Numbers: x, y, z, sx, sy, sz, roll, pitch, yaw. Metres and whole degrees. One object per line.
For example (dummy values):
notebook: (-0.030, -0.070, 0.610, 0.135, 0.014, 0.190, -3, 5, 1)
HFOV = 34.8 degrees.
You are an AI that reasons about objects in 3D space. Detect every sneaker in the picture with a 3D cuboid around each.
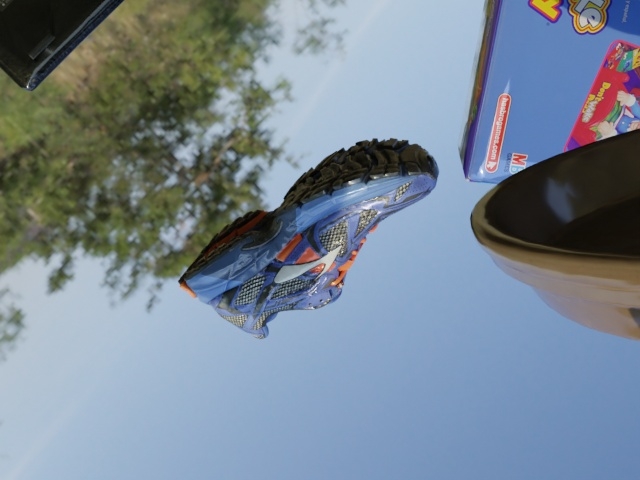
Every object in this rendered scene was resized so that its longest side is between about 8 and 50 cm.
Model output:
sneaker: (0.000, 0.000, 0.747, 0.221, 0.087, 0.083, -31, -161, 32)

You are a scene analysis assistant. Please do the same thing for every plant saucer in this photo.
plant saucer: (0.196, -0.019, 0.382, 0.278, 0.041, 0.278, -13, -167, 3)

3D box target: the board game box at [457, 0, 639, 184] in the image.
board game box: (0.225, -0.191, 0.583, 0.078, 0.233, 0.347, -81, 179, -68)

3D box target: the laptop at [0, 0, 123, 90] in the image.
laptop: (-0.304, -0.419, 1.083, 0.382, 0.408, 0.236, -46, -175, -4)
